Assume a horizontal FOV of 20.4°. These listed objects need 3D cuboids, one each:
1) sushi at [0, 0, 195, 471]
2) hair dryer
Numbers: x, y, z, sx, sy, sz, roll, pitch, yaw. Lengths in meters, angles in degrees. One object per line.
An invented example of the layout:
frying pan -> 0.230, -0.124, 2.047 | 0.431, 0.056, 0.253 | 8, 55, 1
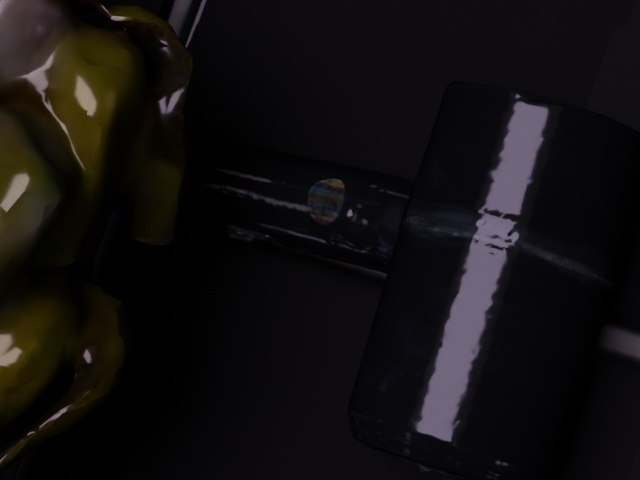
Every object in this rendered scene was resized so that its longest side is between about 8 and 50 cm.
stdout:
sushi -> -0.224, -0.008, 0.626 | 0.329, 0.285, 0.327 | -17, 58, 63
hair dryer -> 0.000, 0.000, 0.617 | 0.219, 0.071, 0.124 | 17, 86, 36
